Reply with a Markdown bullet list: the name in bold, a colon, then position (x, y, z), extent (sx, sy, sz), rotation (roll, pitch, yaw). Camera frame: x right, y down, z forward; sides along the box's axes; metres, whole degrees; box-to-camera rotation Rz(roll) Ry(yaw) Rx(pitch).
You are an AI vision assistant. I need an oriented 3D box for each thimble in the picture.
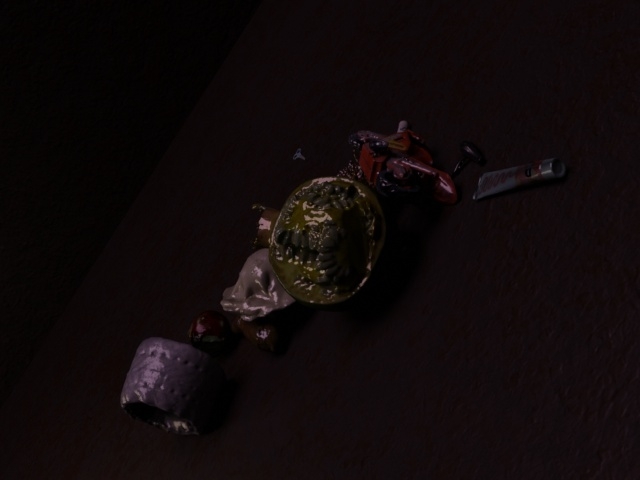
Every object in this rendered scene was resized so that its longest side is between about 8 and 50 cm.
- **thimble**: position (-0.338, 0.335, 1.864), extent (0.245, 0.217, 0.157), rotation (-40, 25, 59)

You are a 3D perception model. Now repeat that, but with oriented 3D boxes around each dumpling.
- **dumpling**: position (-0.107, 0.101, 1.804), extent (0.258, 0.147, 0.193), rotation (-18, 26, 17)

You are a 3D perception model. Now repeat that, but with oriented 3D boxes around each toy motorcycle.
- **toy motorcycle**: position (0.158, -0.154, 1.640), extent (0.298, 0.171, 0.089), rotation (-114, 38, -57)

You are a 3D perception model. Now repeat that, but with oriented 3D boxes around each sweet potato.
- **sweet potato**: position (-0.149, 0.198, 1.867), extent (0.075, 0.075, 0.273), rotation (-60, 23, -9)

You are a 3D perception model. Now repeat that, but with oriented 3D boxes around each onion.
- **onion**: position (-0.264, 0.223, 1.996), extent (0.117, 0.118, 0.119), rotation (-55, 20, 40)

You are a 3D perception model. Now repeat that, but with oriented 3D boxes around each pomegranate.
- **pomegranate**: position (0.000, 0.000, 1.590), extent (0.340, 0.260, 0.260), rotation (17, 72, 32)

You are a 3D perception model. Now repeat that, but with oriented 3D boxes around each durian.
- **durian**: position (0.064, -0.096, 1.725), extent (0.148, 0.091, 0.189), rotation (-177, 86, -79)

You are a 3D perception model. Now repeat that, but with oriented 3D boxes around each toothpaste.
- **toothpaste**: position (0.334, -0.107, 1.409), extent (0.205, 0.036, 0.056), rotation (-12, 50, 62)

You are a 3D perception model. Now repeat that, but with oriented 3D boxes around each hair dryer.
- **hair dryer**: position (0.276, -0.145, 1.577), extent (0.083, 0.031, 0.079), rotation (-61, 30, 23)

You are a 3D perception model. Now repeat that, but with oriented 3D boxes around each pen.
- **pen**: position (0.164, -0.183, 1.817), extent (0.025, 0.025, 0.204), rotation (-24, 39, 49)

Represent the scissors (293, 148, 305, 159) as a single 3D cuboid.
- **scissors**: position (-0.056, -0.235, 2.301), extent (0.036, 0.006, 0.083), rotation (-56, 25, 4)
